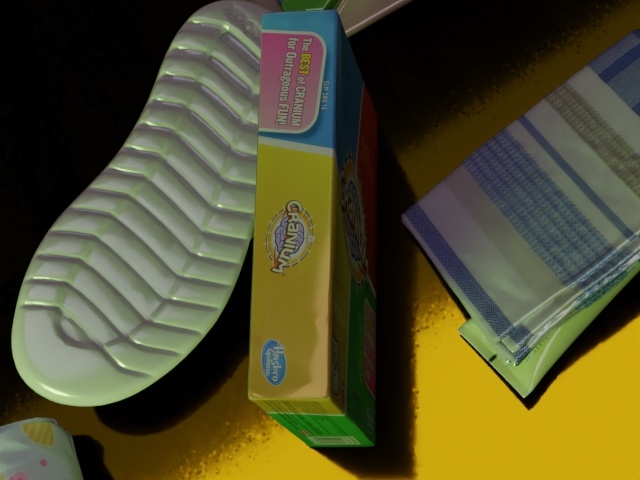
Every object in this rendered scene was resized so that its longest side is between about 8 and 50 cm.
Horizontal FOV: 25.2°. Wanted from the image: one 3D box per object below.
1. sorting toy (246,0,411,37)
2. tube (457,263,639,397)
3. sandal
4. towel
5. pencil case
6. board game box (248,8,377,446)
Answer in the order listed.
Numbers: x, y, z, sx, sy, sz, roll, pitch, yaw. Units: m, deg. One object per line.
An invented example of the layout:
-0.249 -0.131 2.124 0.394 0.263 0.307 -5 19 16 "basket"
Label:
0.006 -0.291 1.403 0.208 0.038 0.193 -28 70 3 "sorting toy"
0.233 0.024 1.254 0.240 0.070 0.062 -44 105 -1 "tube"
-0.133 -0.027 1.326 0.169 0.102 0.416 29 75 2 "sandal"
0.222 -0.042 1.242 0.285 0.034 0.209 -39 47 4 "towel"
-0.230 0.289 1.239 0.124 0.113 0.273 -27 70 -7 "pencil case"
0.000 0.000 1.209 0.064 0.242 0.316 -2 74 10 "board game box"
